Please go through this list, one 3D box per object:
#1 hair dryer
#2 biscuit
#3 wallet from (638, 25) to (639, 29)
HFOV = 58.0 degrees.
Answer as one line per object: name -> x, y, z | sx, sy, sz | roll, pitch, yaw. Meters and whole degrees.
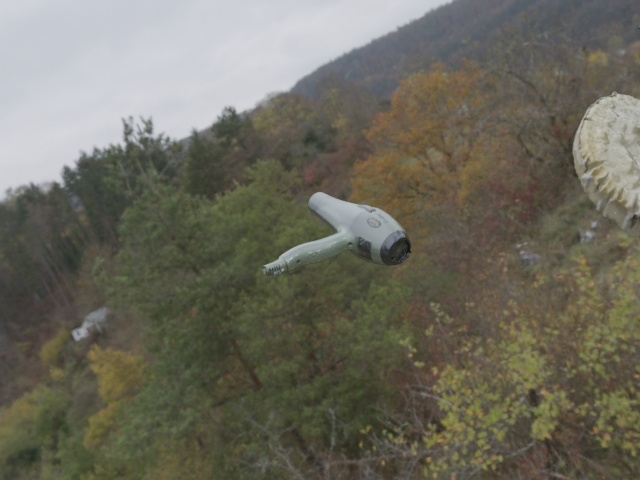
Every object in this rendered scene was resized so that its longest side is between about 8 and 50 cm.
hair dryer -> 0.005, -0.015, 0.914 | 0.224, 0.088, 0.219 | -9, 27, -11
biscuit -> 0.530, -0.143, 1.020 | 0.179, 0.281, 0.084 | 11, -24, -12
wallet -> 0.804, -0.476, 1.262 | 0.111, 0.030, 0.166 | -50, 48, 7
